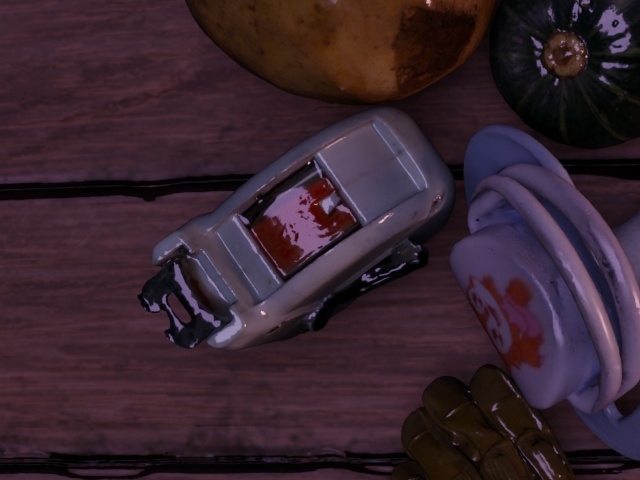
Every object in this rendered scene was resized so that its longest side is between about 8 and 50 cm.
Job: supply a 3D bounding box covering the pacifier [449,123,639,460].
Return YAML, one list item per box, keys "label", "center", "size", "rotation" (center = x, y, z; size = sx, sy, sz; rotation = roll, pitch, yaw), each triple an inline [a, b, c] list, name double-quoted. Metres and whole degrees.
- label: "pacifier"
  center: [0.240, 0.018, 1.447]
  size: [0.233, 0.244, 0.299]
  rotation: [-25, 77, -21]

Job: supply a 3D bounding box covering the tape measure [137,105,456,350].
- label: "tape measure"
  center: [-0.001, 0.000, 1.471]
  size: [0.246, 0.243, 0.125]
  rotation: [-35, 83, 10]

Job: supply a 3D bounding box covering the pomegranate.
- label: "pomegranate"
  center: [0.018, -0.241, 1.470]
  size: [0.281, 0.281, 0.281]
  rotation: [0, 88, 13]

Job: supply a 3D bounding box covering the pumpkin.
- label: "pumpkin"
  center: [0.224, -0.159, 1.485]
  size: [0.167, 0.125, 0.167]
  rotation: [1, 92, 37]

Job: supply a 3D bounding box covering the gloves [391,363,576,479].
- label: "gloves"
  center: [0.147, 0.268, 1.474]
  size: [0.154, 0.141, 0.331]
  rotation: [-5, 95, -11]
